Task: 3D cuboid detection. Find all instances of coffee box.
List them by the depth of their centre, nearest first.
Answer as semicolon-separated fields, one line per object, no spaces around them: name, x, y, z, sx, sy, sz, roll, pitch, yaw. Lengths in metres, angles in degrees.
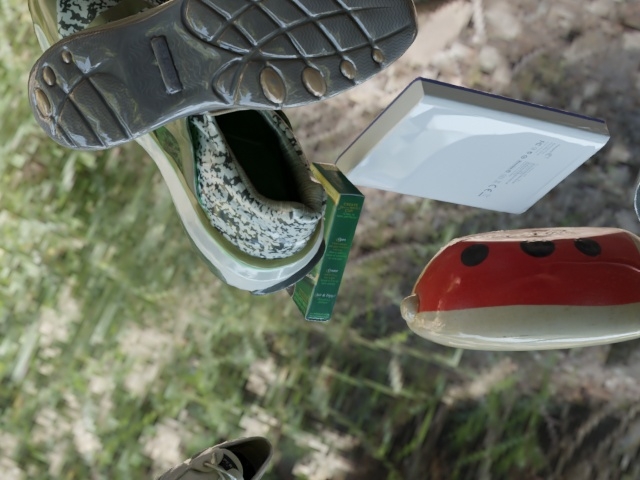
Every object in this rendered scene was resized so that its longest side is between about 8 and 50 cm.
coffee box;0.000;0.000;1.941;0.040;0.184;0.113;5;-156;-24

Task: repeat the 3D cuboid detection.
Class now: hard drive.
hard drive;0.207;-0.123;2.008;0.319;0.040;0.210;9;145;-32

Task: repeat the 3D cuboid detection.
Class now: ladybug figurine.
ladybug figurine;0.337;0.068;2.252;0.449;0.162;0.305;-5;-172;-20

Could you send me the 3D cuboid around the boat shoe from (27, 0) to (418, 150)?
boat shoe;-0.079;-0.162;1.216;0.324;0.123;0.116;-10;-168;8

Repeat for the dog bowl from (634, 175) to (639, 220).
dog bowl;0.540;-0.095;1.707;0.349;0.102;0.349;3;149;2

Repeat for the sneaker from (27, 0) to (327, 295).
sneaker;-0.114;-0.149;1.375;0.410;0.158;0.182;51;153;0

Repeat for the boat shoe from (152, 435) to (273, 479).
boat shoe;-0.146;0.331;2.039;0.096;0.088;0.267;50;-157;16
